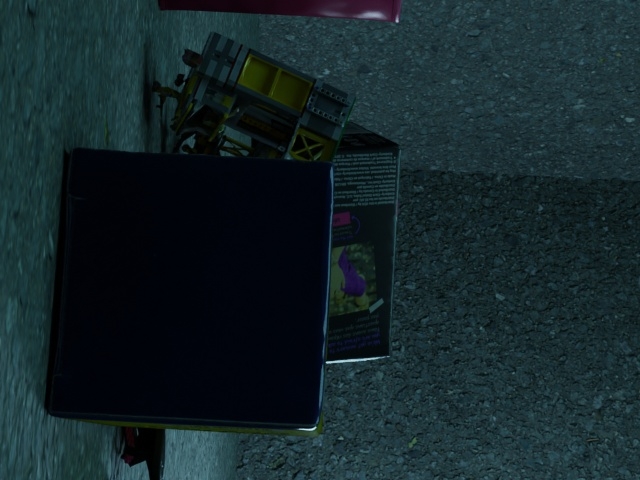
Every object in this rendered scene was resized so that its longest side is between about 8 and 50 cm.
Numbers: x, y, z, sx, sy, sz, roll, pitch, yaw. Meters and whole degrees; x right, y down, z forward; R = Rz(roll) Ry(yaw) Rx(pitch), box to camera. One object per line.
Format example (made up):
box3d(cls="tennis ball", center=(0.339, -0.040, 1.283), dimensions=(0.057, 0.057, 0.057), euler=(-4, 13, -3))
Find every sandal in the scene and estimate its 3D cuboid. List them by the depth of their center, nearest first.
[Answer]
box3d(cls="sandal", center=(-0.178, 0.190, 1.471), dimensions=(0.179, 0.040, 0.067), euler=(-122, -142, -64))

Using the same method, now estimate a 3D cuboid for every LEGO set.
box3d(cls="LEGO set", center=(-0.115, -0.067, 1.581), dimensions=(0.331, 0.192, 0.255), euler=(149, -36, -74))

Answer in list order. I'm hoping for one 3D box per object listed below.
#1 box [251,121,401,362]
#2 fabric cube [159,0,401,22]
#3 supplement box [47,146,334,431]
box3d(cls="box", center=(0.000, 0.000, 1.855), dimensions=(0.165, 0.143, 0.270), euler=(-143, -127, -63))
box3d(cls="fabric cube", center=(-0.034, -0.406, 1.554), dimensions=(0.259, 0.258, 0.254), euler=(93, 1, -56))
box3d(cls="supplement box", center=(-0.090, 0.057, 1.219), dimensions=(0.356, 0.195, 0.194), euler=(88, 5, -81))
